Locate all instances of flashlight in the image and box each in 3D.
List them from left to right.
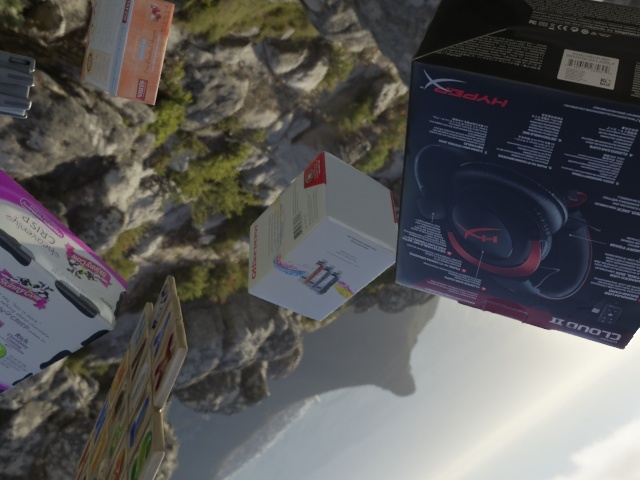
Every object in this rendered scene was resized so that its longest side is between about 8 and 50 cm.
[{"bbox_3d":[-0.587,-0.239,0.918,0.303,0.103,0.103,7,152,-33],"label":"flashlight"}]

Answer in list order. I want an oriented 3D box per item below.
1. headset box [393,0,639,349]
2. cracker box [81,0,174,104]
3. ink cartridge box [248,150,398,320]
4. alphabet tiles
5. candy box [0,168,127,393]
[{"bbox_3d":[0.181,-0.038,0.519,0.293,0.218,0.110,85,26,-52],"label":"headset box"},{"bbox_3d":[-0.320,-0.320,1.029,0.067,0.232,0.156,7,105,-35],"label":"cracker box"},{"bbox_3d":[0.000,0.000,0.854,0.127,0.128,0.176,26,130,-29],"label":"ink cartridge box"},{"bbox_3d":[-0.203,0.213,0.608,0.011,0.285,0.343,21,101,-22],"label":"alphabet tiles"},{"bbox_3d":[-0.323,0.062,0.581,0.233,0.071,0.159,-28,123,17],"label":"candy box"}]
